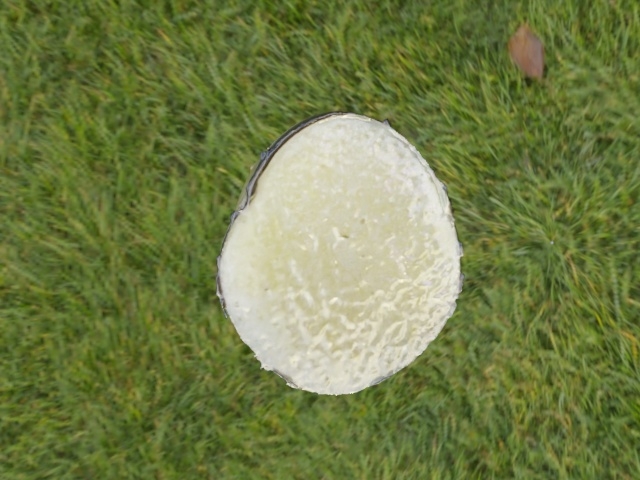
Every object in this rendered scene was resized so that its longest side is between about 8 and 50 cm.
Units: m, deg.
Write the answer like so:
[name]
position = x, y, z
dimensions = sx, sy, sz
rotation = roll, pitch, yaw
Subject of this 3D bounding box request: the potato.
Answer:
[potato]
position = 0.000, 0.000, 0.821
dimensions = 0.182, 0.117, 0.202
rotation = -36, 114, -6
